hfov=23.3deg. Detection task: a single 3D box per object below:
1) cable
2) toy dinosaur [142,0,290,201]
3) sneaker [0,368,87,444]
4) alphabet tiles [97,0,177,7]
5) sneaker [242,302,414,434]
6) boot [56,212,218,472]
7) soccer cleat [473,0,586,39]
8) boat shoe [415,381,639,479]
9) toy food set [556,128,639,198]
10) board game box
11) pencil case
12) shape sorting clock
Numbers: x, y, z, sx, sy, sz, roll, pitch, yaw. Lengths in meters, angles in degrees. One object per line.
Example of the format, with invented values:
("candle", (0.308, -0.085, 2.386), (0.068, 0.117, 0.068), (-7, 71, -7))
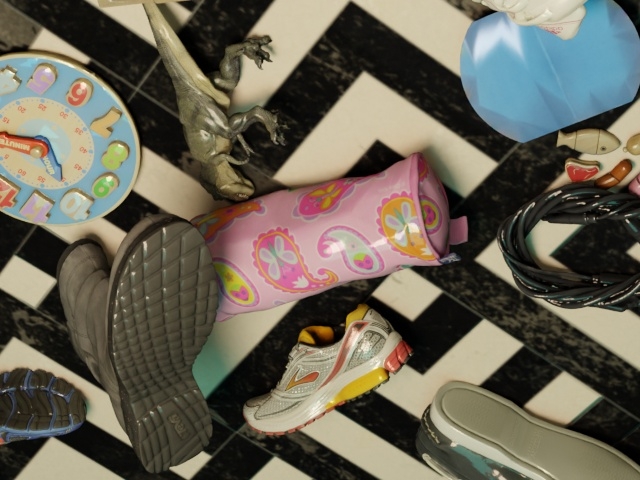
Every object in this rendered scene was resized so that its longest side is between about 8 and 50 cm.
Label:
("cable", (0.269, 0.008, 1.563), (0.184, 0.047, 0.150), (14, 136, 7))
("toy dinosaur", (-0.098, -0.142, 1.529), (0.118, 0.064, 0.268), (-6, 122, 24))
("sneaker", (-0.382, 0.207, 1.844), (0.221, 0.083, 0.087), (-2, 150, 9))
("alphabet tiles", (-0.162, -0.372, 1.386), (0.285, 0.011, 0.342), (-4, 122, 15))
("sneaker", (-0.002, 0.140, 1.715), (0.225, 0.088, 0.092), (-33, 93, 30))
("boot", (-0.209, 0.064, 1.599), (0.118, 0.223, 0.338), (-18, 137, -27))
("soccer cleat", (0.160, -0.242, 1.351), (0.331, 0.116, 0.143), (0, 109, 10))
("boat shoe", (0.248, 0.264, 1.720), (0.302, 0.114, 0.091), (32, 133, 11))
("toy food set", (0.293, -0.072, 1.522), (0.122, 0.019, 0.078), (0, 126, 12))
("board game box", (0.215, -0.172, 1.458), (0.169, 0.033, 0.133), (-21, 114, 19))
("pencil case", (0.000, 0.000, 1.575), (0.284, 0.124, 0.124), (-15, 122, 20))
("shape sorting clock", (-0.288, -0.100, 1.609), (0.206, 0.040, 0.206), (6, 127, 7))
